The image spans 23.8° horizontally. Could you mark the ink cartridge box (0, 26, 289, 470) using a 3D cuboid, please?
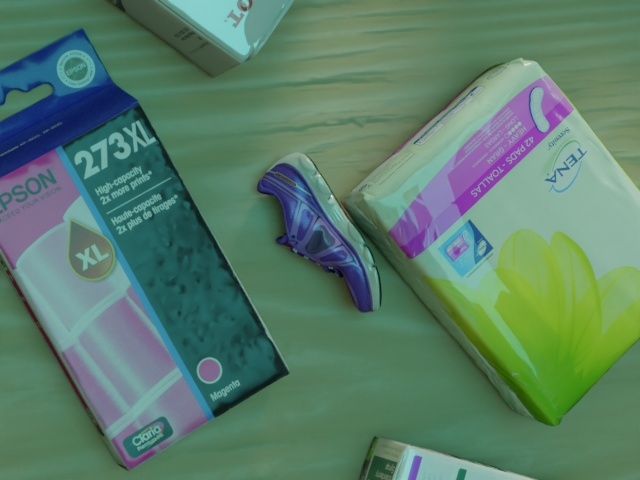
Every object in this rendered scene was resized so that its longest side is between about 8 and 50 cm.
[{"bbox_3d":[-0.193,0.005,1.367,0.176,0.069,0.370,-31,95,-17],"label":"ink cartridge box"}]

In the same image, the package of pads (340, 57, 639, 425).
[{"bbox_3d":[0.200,-0.004,1.472,0.229,0.101,0.296,-42,101,-14],"label":"package of pads"}]

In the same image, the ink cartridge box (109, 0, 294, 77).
[{"bbox_3d":[-0.139,-0.314,1.361,0.289,0.121,0.211,37,78,-14],"label":"ink cartridge box"}]

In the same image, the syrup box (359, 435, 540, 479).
[{"bbox_3d":[0.158,0.263,1.451,0.237,0.093,0.096,19,83,-16],"label":"syrup box"}]

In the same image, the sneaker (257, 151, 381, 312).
[{"bbox_3d":[0.000,0.000,1.436,0.071,0.068,0.170,-34,90,-1],"label":"sneaker"}]
